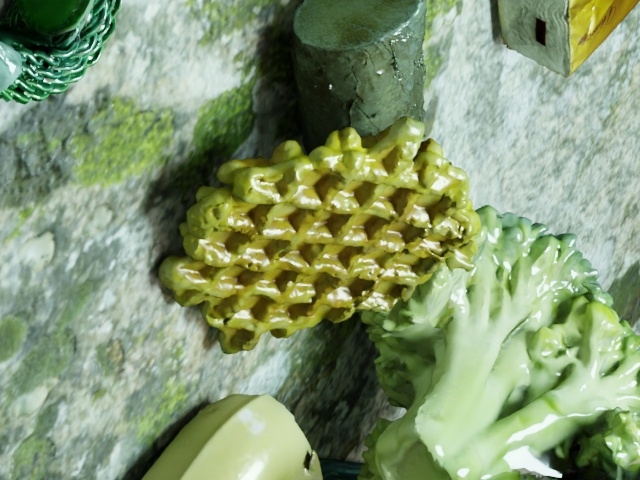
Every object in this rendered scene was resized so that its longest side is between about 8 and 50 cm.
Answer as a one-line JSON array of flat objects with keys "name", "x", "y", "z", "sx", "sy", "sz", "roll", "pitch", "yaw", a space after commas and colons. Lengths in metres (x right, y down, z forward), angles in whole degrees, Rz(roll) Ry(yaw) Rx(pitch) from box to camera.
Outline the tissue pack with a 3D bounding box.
[{"name": "tissue pack", "x": 0.242, "y": -0.281, "z": 1.678, "sx": 0.226, "sy": 0.092, "sz": 0.183, "roll": -45, "pitch": 148, "yaw": -27}]

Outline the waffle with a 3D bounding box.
[{"name": "waffle", "x": 0.000, "y": 0.000, "z": 1.446, "sx": 0.243, "sy": 0.058, "sz": 0.238, "roll": -21, "pitch": 151, "yaw": -4}]

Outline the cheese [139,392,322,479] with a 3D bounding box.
[{"name": "cheese", "x": -0.111, "y": 0.294, "z": 1.546, "sx": 0.316, "sy": 0.128, "sz": 0.259, "roll": -55, "pitch": 144, "yaw": -28}]

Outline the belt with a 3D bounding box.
[{"name": "belt", "x": -0.171, "y": -0.138, "z": 1.108, "sx": 0.151, "sy": 0.079, "sz": 0.121, "roll": 5, "pitch": 109, "yaw": -60}]

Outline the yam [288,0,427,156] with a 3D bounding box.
[{"name": "yam", "x": 0.031, "y": -0.117, "z": 1.447, "sx": 0.107, "sy": 0.107, "sz": 0.183, "roll": -45, "pitch": 149, "yaw": -31}]

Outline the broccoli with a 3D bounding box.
[{"name": "broccoli", "x": 0.150, "y": 0.150, "z": 1.633, "sx": 0.281, "sy": 0.293, "sz": 0.347, "roll": -32, "pitch": 122, "yaw": -53}]

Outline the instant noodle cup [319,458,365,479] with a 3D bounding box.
[{"name": "instant noodle cup", "x": 0.023, "y": 0.289, "z": 1.823, "sx": 0.179, "sy": 0.070, "sz": 0.157, "roll": 19, "pitch": 96, "yaw": -61}]
